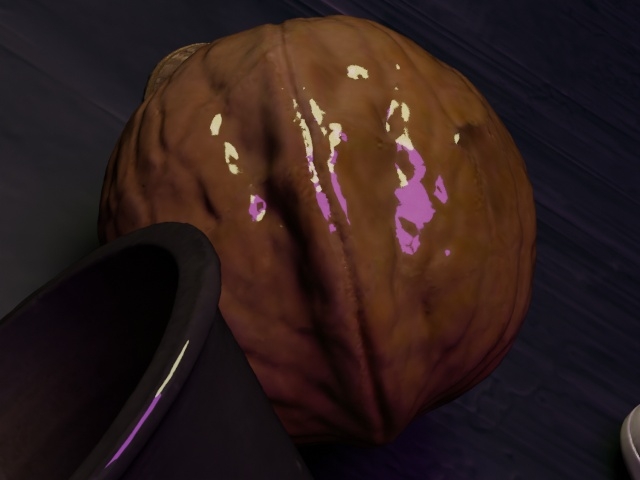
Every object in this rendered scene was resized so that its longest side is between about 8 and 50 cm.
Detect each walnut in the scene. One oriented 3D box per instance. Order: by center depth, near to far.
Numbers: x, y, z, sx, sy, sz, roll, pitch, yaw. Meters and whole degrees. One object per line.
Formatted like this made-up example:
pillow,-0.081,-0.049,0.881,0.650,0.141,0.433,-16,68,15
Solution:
walnut,0.000,0.000,0.850,0.228,0.228,0.228,19,45,-20

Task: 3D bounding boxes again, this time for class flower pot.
flower pot,-0.087,0.125,0.691,0.148,0.235,0.235,47,38,-21

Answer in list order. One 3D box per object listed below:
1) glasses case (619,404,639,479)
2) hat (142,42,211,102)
glasses case,0.258,0.186,0.968,0.092,0.059,0.233,-12,61,-39
hat,-0.027,-0.083,0.998,0.146,0.067,0.146,19,45,-20
